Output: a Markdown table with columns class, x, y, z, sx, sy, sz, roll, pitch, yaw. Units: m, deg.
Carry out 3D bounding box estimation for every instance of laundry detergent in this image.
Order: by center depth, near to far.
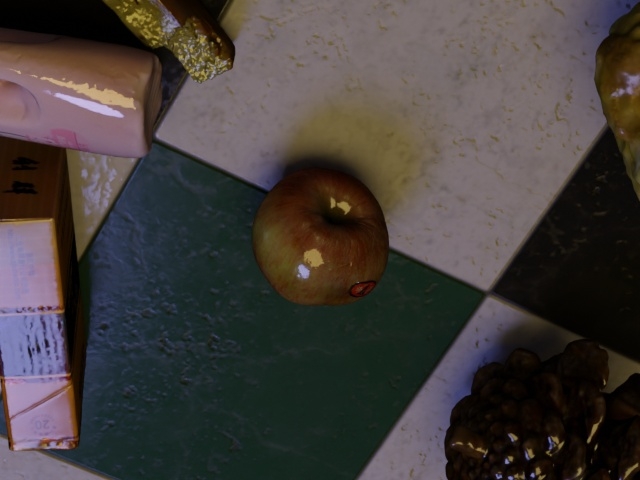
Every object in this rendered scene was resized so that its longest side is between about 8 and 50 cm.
| class | x | y | z | sx | sy | sz | roll | pitch | yaw |
| --- | --- | --- | --- | --- | --- | --- | --- | --- | --- |
| laundry detergent | -0.301 | -0.138 | 1.620 | 0.335 | 0.159 | 0.088 | 10 | 78 | 0 |

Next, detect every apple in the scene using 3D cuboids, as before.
| class | x | y | z | sx | sy | sz | roll | pitch | yaw |
| --- | --- | --- | --- | --- | --- | --- | --- | --- | --- |
| apple | -0.002 | -0.002 | 1.733 | 0.126 | 0.126 | 0.102 | 19 | 142 | -15 |

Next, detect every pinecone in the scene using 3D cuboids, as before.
| class | x | y | z | sx | sy | sz | roll | pitch | yaw |
| --- | --- | --- | --- | --- | --- | --- | --- | --- | --- |
| pinecone | 0.244 | 0.225 | 1.826 | 0.244 | 0.244 | 0.309 | -43 | 134 | 20 |

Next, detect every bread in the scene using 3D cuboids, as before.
| class | x | y | z | sx | sy | sz | roll | pitch | yaw |
| --- | --- | --- | --- | --- | --- | --- | --- | --- | --- |
| bread | -0.154 | -0.213 | 1.615 | 0.049 | 0.088 | 0.226 | -36 | 116 | 15 |

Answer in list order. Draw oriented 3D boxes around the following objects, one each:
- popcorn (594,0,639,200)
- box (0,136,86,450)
| class | x | y | z | sx | sy | sz | roll | pitch | yaw |
| --- | --- | --- | --- | --- | --- | --- | --- | --- | --- |
| popcorn | 0.351 | -0.113 | 1.622 | 0.225 | 0.249 | 0.249 | -16 | 124 | 35 |
| box | -0.248 | 0.045 | 1.724 | 0.070 | 0.152 | 0.237 | -5 | 120 | -1 |
